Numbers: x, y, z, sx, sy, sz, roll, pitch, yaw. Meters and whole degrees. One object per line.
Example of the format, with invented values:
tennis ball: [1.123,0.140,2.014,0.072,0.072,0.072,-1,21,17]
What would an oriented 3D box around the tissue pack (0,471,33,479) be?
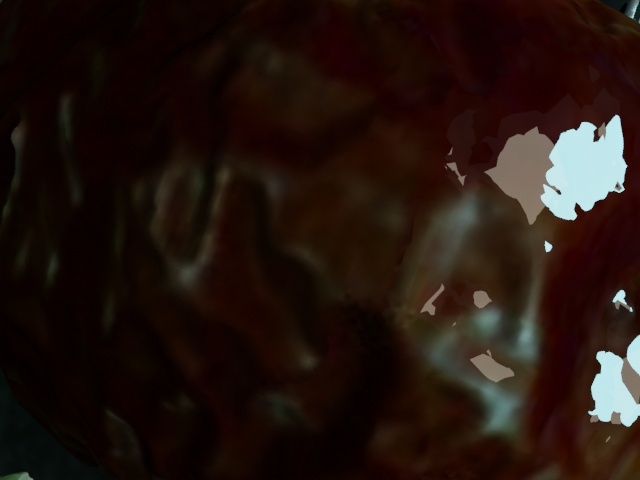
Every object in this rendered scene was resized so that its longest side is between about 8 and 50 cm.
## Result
tissue pack: [-0.112,0.102,0.440,0.042,0.083,0.062,55,43,-19]

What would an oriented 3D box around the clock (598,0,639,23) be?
clock: [0.140,-0.091,0.691,0.071,0.192,0.147,24,83,-6]

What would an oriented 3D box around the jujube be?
jujube: [0.000,0.000,0.489,0.213,0.232,0.213,-16,114,-42]
